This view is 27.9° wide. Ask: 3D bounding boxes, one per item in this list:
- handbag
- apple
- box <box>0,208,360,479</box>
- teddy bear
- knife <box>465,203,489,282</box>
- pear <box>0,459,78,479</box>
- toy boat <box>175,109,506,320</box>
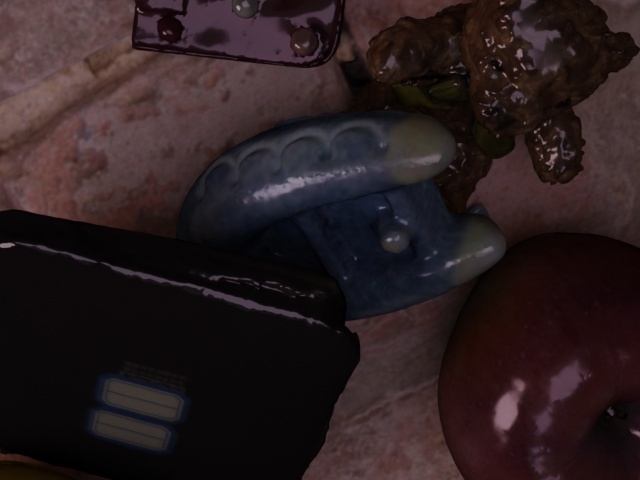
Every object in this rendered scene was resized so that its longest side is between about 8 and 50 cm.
[{"bbox_3d":[-0.076,-0.274,1.229,0.216,0.074,0.203,6,104,-5],"label":"handbag"},{"bbox_3d":[0.252,0.145,1.281,0.306,0.235,0.305,-4,106,-15],"label":"apple"},{"bbox_3d":[-0.160,0.121,1.237,0.359,0.091,0.350,13,139,-4],"label":"box"},{"bbox_3d":[0.142,-0.116,1.211,0.246,0.222,0.296,33,101,-14],"label":"teddy bear"},{"bbox_3d":[0.175,0.062,1.369,0.028,0.015,0.210,-9,107,-8],"label":"knife"},{"bbox_3d":[-0.310,0.389,1.263,0.349,0.348,0.348,-1,106,-4],"label":"pear"},{"bbox_3d":[0.000,0.000,1.213,0.330,0.123,0.215,-8,132,29],"label":"toy boat"}]
